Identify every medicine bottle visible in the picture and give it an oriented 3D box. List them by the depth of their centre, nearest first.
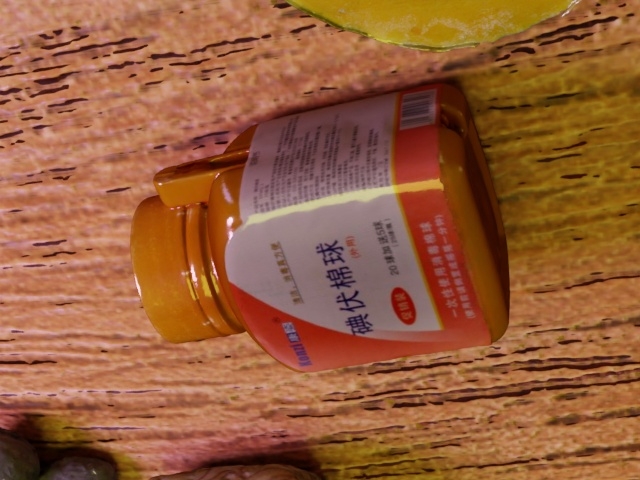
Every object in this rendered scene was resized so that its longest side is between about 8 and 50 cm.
[{"bbox_3d":[0.000,0.001,0.752,0.222,0.112,0.149,-11,125,16],"label":"medicine bottle"}]

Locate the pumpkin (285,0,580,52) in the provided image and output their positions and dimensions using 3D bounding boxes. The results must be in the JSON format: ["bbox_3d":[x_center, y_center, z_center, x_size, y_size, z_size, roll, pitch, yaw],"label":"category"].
[{"bbox_3d":[0.050,-0.205,0.601,0.217,0.110,0.217,0,139,0],"label":"pumpkin"}]

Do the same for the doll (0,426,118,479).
[{"bbox_3d":[-0.313,0.305,1.003,0.246,0.158,0.340,29,124,-29],"label":"doll"}]

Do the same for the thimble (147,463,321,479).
[{"bbox_3d":[-0.062,0.263,0.950,0.144,0.137,0.190,-10,136,16],"label":"thimble"}]
